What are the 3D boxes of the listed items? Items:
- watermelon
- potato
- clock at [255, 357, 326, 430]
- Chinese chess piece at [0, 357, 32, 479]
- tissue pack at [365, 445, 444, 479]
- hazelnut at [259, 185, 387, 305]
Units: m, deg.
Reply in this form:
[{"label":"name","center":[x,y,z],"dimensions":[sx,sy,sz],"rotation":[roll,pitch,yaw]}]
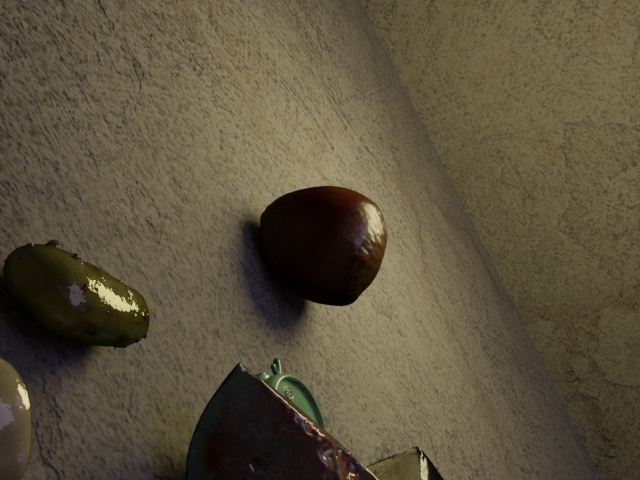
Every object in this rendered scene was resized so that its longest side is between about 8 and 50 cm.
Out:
[{"label":"watermelon","center":[-0.030,0.288,1.036],"dimensions":[0.148,0.226,0.318],"rotation":[79,-4,-84]},{"label":"potato","center":[-0.249,0.066,0.943],"dimensions":[0.105,0.085,0.188],"rotation":[52,10,32]},{"label":"clock","center":[-0.051,0.246,1.208],"dimensions":[0.159,0.066,0.211],"rotation":[55,24,-24]},{"label":"Chinese chess piece","center":[-0.280,0.151,0.727],"dimensions":[0.051,0.122,0.122],"rotation":[1,64,-45]},{"label":"tissue pack","center":[0.146,0.485,1.216],"dimensions":[0.370,0.198,0.210],"rotation":[57,26,-18]},{"label":"hazelnut","center":[0.000,0.000,1.447],"dimensions":[0.208,0.208,0.208],"rotation":[48,28,-35]}]
